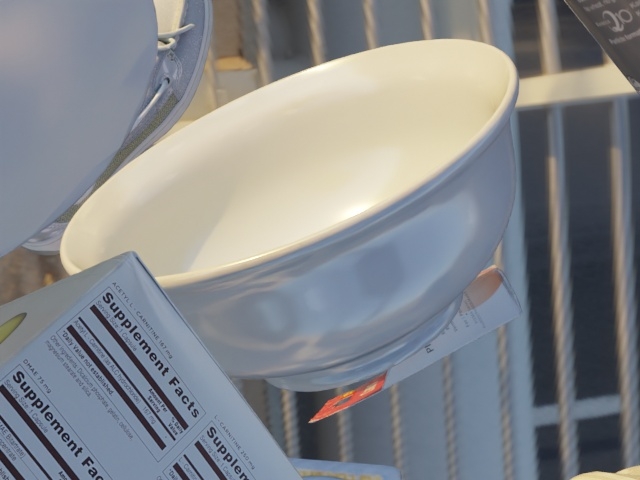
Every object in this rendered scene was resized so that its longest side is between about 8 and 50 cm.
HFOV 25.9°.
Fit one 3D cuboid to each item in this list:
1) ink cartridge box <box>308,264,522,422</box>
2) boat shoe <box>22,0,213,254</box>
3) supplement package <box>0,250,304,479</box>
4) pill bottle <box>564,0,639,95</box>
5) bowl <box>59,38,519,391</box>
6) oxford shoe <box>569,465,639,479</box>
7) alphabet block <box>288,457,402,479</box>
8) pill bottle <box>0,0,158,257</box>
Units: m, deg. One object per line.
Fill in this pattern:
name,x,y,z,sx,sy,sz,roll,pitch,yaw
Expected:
ink cartridge box,0.069,0.077,1.087,0.179,0.145,0.045,-26,87,6
boat shoe,-0.216,-0.137,1.362,0.118,0.103,0.320,32,83,20
supplement package,-0.147,0.136,0.578,0.203,0.194,0.149,-44,105,-38
pill bottle,0.249,-0.274,1.056,0.210,0.210,0.363,-44,102,-15
bowl,0.000,0.000,0.863,0.298,0.298,0.134,-31,113,-18
oxford shoe,0.409,0.311,1.363,0.130,0.449,0.169,-8,98,-27
alphabet block,-0.011,0.362,1.477,0.192,0.193,0.197,5,109,2
pill bottle,-0.192,-0.125,0.462,0.169,0.169,0.301,-39,61,-16
